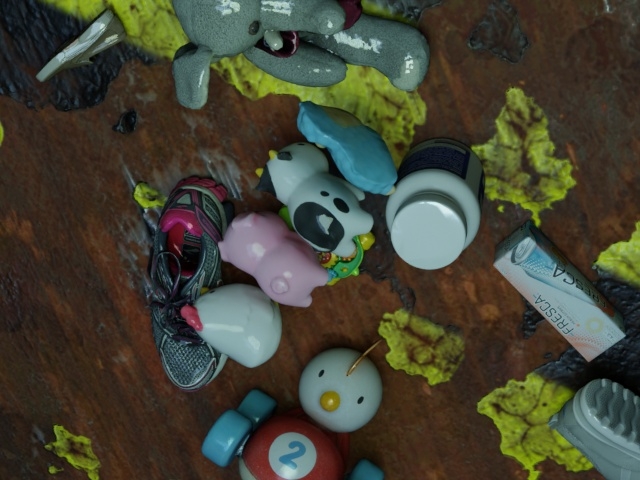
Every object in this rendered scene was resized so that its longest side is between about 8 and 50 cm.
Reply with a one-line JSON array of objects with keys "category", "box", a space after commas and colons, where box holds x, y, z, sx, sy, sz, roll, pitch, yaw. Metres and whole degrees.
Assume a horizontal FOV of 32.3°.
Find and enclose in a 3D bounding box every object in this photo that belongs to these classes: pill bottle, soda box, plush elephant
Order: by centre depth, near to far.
[{"category": "plush elephant", "box": [-0.049, -0.273, 1.197, 0.330, 0.255, 0.271, 9, 120, 10]}, {"category": "pill bottle", "box": [0.135, -0.042, 1.305, 0.112, 0.186, 0.112, 4, 113, 10]}, {"category": "soda box", "box": [0.301, 0.064, 1.389, 0.183, 0.058, 0.063, 44, 114, -10]}]

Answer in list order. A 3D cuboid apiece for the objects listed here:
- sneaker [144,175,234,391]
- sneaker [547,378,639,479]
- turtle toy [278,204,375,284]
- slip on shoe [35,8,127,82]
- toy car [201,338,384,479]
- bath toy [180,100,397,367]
[{"category": "sneaker", "box": [-0.183, 0.069, 1.460, 0.121, 0.112, 0.299, 6, 115, 9]}, {"category": "sneaker", "box": [0.427, 0.284, 1.456, 0.281, 0.105, 0.115, 39, 143, -8]}, {"category": "turtle toy", "box": [0.000, 0.000, 1.415, 0.130, 0.066, 0.095, 43, 114, 4]}, {"category": "slip on shoe", "box": [-0.301, -0.236, 1.389, 0.135, 0.051, 0.041, -36, 114, 17]}, {"category": "toy car", "box": [0.006, 0.226, 1.454, 0.219, 0.210, 0.238, 32, 103, 10]}, {"category": "bath toy", "box": [-0.056, 0.001, 1.328, 0.129, 0.151, 0.348, 16, 121, -32]}]
